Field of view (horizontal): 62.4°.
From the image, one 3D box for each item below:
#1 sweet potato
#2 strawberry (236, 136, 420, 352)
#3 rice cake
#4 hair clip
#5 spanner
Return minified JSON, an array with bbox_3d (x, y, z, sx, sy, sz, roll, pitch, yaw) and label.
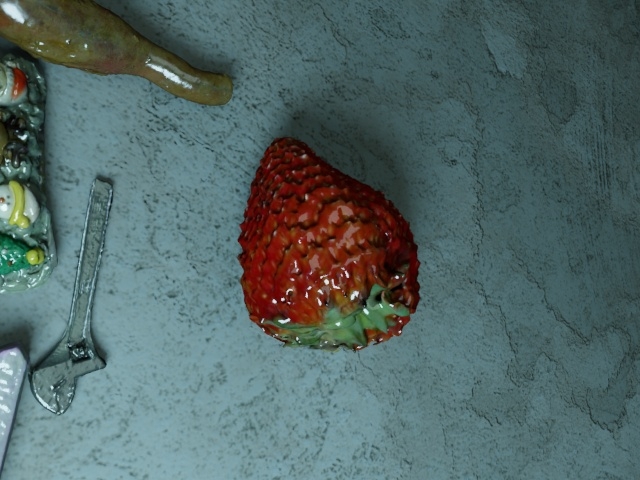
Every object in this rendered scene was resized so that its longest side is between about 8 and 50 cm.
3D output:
[{"bbox_3d":[-0.310,-0.283,0.768,0.385,0.109,0.109,15,71,-41],"label":"sweet potato"},{"bbox_3d":[0.000,0.000,0.832,0.312,0.267,0.352,28,31,-52],"label":"strawberry"},{"bbox_3d":[-0.400,0.297,0.601,0.056,0.072,0.366,16,73,-28],"label":"rice cake"},{"bbox_3d":[-0.412,-0.096,0.666,0.138,0.091,0.322,-4,80,-30],"label":"hair clip"},{"bbox_3d":[-0.327,0.069,0.724,0.093,0.026,0.326,12,72,-29],"label":"spanner"}]
